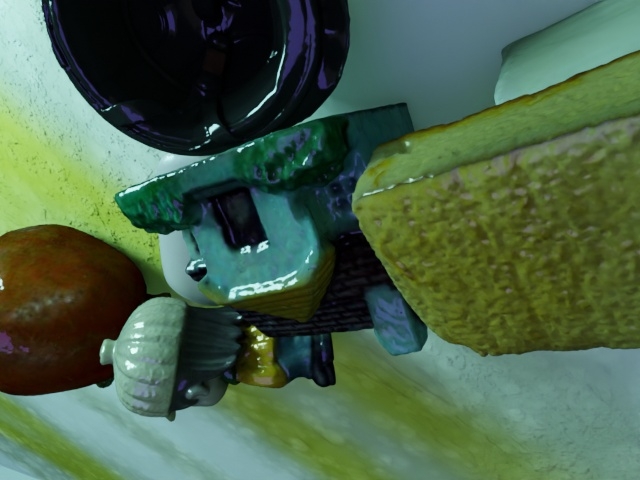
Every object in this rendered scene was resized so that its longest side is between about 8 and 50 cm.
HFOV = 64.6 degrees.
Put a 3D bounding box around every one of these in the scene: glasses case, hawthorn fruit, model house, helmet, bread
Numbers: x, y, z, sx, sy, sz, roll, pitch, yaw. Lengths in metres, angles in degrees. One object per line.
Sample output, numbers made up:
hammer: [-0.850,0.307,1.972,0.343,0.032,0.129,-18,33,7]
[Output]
glasses case: [-0.179,-0.010,0.752,0.113,0.075,0.296,19,135,6]
hawthorn fruit: [-0.445,0.125,0.859,0.312,0.295,0.295,26,135,8]
model house: [-0.023,0.019,0.535,0.281,0.230,0.248,-13,99,32]
helmet: [-0.104,-0.214,0.483,0.279,0.160,0.230,-4,123,13]
bread: [0.182,-0.018,0.344,0.275,0.114,0.184,-13,123,37]

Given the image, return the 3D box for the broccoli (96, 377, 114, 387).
broccoli: [-0.515,0.255,1.120,0.162,0.138,0.145,49,159,41]

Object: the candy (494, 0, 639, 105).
candy: [0.321,-0.109,0.367,0.359,0.145,0.208,-19,117,38]

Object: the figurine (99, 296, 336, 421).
figurine: [-0.151,0.160,0.770,0.333,0.185,0.204,-19,120,4]
